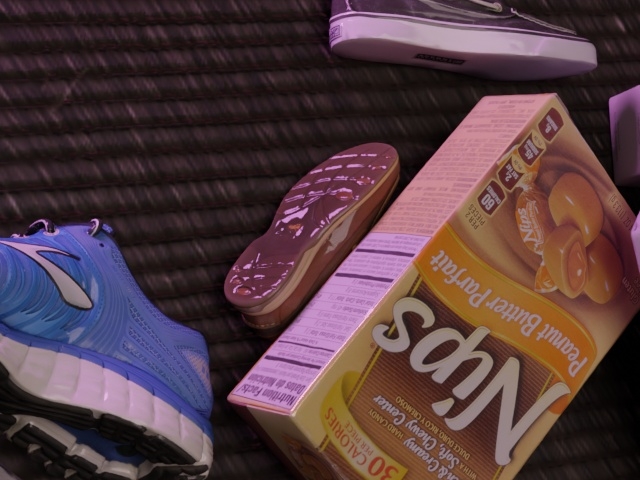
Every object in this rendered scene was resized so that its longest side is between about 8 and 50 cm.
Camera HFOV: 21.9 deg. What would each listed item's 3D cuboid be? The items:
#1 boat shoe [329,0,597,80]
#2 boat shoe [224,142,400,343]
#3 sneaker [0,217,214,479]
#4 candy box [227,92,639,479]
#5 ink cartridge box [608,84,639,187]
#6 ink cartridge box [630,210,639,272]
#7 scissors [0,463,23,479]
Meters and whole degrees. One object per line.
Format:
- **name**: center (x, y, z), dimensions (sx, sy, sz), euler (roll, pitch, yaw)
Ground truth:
- **boat shoe**: center (0.114, -0.169, 1.271), dimensions (0.219, 0.078, 0.070), euler (6, 79, -20)
- **boat shoe**: center (0.000, 0.000, 1.209), dimensions (0.178, 0.064, 0.060), euler (-50, 134, -25)
- **sneaker**: center (-0.209, 0.045, 1.079), dimensions (0.330, 0.130, 0.147), euler (32, 43, -26)
- **candy box**: center (0.101, 0.065, 1.195), dimensions (0.316, 0.087, 0.183), euler (-50, 117, -23)
- **ink cartridge box**: center (0.339, -0.095, 1.267), dimensions (0.134, 0.231, 0.078), euler (3, 79, -22)
- **ink cartridge box**: center (0.365, 0.082, 1.201), dimensions (0.121, 0.211, 0.289), euler (-52, 129, -58)
- **scissors**: center (-0.254, 0.143, 1.096), dimensions (0.109, 0.021, 0.297), euler (-42, 99, -26)
